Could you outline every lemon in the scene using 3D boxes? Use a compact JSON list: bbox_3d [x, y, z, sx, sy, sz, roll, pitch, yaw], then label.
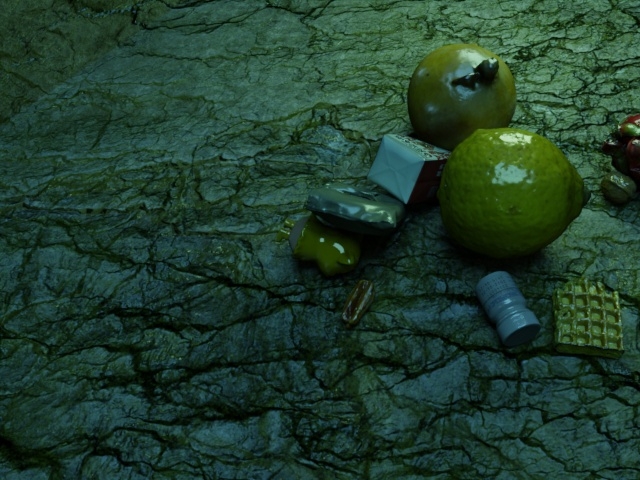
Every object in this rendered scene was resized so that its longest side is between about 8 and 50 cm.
[{"bbox_3d":[0.488,-0.120,1.696,0.388,0.349,0.349,5,54,25],"label":"lemon"}]

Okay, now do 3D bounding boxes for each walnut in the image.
[{"bbox_3d":[0.838,-0.149,1.851,0.079,0.082,0.096,-50,52,10],"label":"walnut"}]

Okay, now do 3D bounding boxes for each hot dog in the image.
[{"bbox_3d":[0.099,0.166,1.722,0.062,0.038,0.144,21,61,17],"label":"hot dog"}]

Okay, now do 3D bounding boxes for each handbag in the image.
[{"bbox_3d":[0.110,-0.084,1.775,0.253,0.109,0.316,19,15,14],"label":"handbag"},{"bbox_3d":[0.295,-0.214,1.880,0.298,0.151,0.171,-12,41,-45],"label":"handbag"}]

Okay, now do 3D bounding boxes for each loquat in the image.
[{"bbox_3d":[0.422,-0.428,1.934,0.329,0.359,0.328,4,71,-12],"label":"loquat"}]

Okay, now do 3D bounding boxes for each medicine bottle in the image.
[{"bbox_3d":[0.464,0.168,1.640,0.105,0.105,0.168,-17,54,-6],"label":"medicine bottle"}]

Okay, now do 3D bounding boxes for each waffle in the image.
[{"bbox_3d":[0.659,0.183,1.638,0.161,0.055,0.210,5,55,8],"label":"waffle"}]

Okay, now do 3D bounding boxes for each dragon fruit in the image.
[{"bbox_3d":[0.944,-0.256,1.818,0.303,0.231,0.237,17,49,10],"label":"dragon fruit"}]

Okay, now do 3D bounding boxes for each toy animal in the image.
[{"bbox_3d":[-0.001,0.004,1.781,0.230,0.156,0.156,16,57,8],"label":"toy animal"}]
